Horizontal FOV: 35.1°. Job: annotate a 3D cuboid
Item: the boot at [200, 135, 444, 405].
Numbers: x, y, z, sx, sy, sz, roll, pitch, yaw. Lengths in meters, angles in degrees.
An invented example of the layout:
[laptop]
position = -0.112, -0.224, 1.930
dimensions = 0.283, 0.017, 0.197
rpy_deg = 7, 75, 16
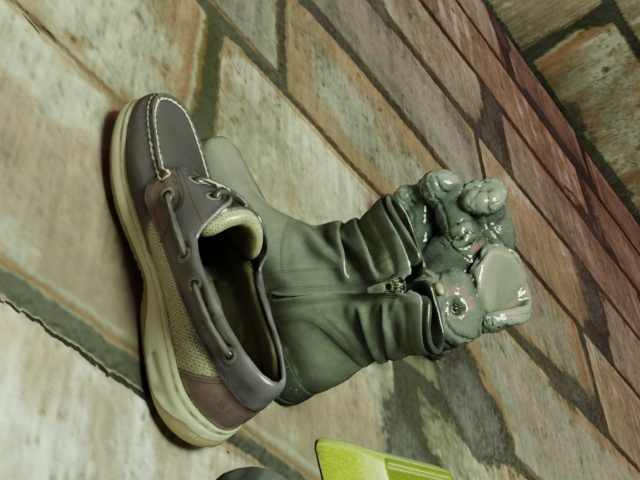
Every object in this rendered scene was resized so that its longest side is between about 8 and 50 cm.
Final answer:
[boot]
position = 0.000, 0.000, 0.826
dimensions = 0.083, 0.161, 0.246
rpy_deg = -2, 66, -65

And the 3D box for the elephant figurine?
[elephant figurine]
position = 0.143, 0.057, 1.112
dimensions = 0.169, 0.186, 0.239
rpy_deg = 105, -10, -56

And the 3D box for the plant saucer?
[plant saucer]
position = 0.083, 0.260, 0.860
dimensions = 0.188, 0.045, 0.188
rpy_deg = 28, 40, -52

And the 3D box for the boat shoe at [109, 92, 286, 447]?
[boat shoe]
position = -0.083, 0.004, 0.738
dimensions = 0.103, 0.092, 0.285
rpy_deg = 31, 38, -50

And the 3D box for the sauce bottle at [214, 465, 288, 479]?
[sauce bottle]
position = -0.077, 0.237, 0.482
dimensions = 0.111, 0.111, 0.344
rpy_deg = 56, 23, -14
